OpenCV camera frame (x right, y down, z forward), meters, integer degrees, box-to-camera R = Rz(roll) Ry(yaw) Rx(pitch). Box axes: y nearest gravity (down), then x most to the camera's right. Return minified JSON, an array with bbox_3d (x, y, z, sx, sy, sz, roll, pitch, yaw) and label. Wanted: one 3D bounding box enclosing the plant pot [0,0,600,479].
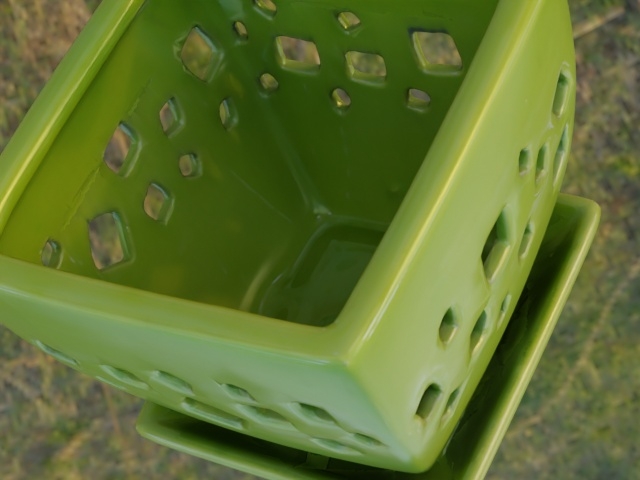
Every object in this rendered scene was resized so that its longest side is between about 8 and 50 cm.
[{"bbox_3d":[0.000,0.000,0.766,0.228,0.227,0.207,11,150,32],"label":"plant pot"}]
